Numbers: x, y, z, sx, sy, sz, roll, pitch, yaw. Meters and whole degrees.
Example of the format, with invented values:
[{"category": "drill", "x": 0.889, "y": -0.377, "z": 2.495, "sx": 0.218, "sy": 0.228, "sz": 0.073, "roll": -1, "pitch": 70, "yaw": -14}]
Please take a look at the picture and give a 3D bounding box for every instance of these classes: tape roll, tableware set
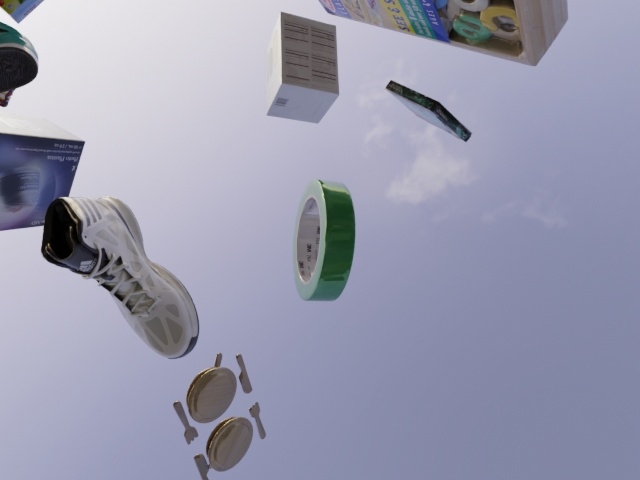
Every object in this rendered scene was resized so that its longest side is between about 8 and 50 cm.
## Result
[{"category": "tape roll", "x": 0.000, "y": 0.000, "z": 1.142, "sx": 0.077, "sy": 0.321, "sz": 0.321, "roll": 5, "pitch": -119, "yaw": -17}, {"category": "tableware set", "x": -0.162, "y": 0.278, "z": 0.678, "sx": 0.039, "sy": 0.194, "sz": 0.128, "roll": 13, "pitch": -147, "yaw": 40}]

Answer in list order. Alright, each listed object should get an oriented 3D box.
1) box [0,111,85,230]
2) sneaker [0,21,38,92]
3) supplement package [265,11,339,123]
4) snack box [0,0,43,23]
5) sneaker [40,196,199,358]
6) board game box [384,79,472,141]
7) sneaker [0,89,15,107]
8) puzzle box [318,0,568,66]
[{"category": "box", "x": -0.882, "y": -0.194, "z": 1.223, "sx": 0.182, "sy": 0.296, "sz": 0.294, "roll": 29, "pitch": -75, "yaw": 11}, {"category": "sneaker", "x": -0.762, "y": -0.390, "z": 0.929, "sx": 0.295, "sy": 0.124, "sz": 0.178, "roll": -17, "pitch": -132, "yaw": -10}, {"category": "supplement package", "x": -0.067, "y": -0.570, "z": 1.444, "sx": 0.198, "sy": 0.199, "sz": 0.263, "roll": 3, "pitch": -105, "yaw": -21}, {"category": "snack box", "x": -0.728, "y": -0.644, "z": 0.979, "sx": 0.174, "sy": 0.207, "sz": 0.070, "roll": -48, "pitch": -160, "yaw": -8}, {"category": "sneaker", "x": -0.464, "y": 0.096, "z": 0.955, "sx": 0.169, "sy": 0.257, "sz": 0.447, "roll": -35, "pitch": -93, "yaw": 8}, {"category": "board game box", "x": 0.229, "y": -0.280, "z": 0.923, "sx": 0.026, "sy": 0.126, "sz": 0.186, "roll": -54, "pitch": -144, "yaw": 14}, {"category": "sneaker", "x": -0.804, "y": -0.390, "z": 1.095, "sx": 0.185, "sy": 0.084, "sz": 0.069, "roll": -21, "pitch": -146, "yaw": -7}, {"category": "puzzle box", "x": 0.005, "y": -0.284, "z": 0.278, "sx": 0.272, "sy": 0.409, "sz": 0.052, "roll": 37, "pitch": -85, "yaw": 36}]
